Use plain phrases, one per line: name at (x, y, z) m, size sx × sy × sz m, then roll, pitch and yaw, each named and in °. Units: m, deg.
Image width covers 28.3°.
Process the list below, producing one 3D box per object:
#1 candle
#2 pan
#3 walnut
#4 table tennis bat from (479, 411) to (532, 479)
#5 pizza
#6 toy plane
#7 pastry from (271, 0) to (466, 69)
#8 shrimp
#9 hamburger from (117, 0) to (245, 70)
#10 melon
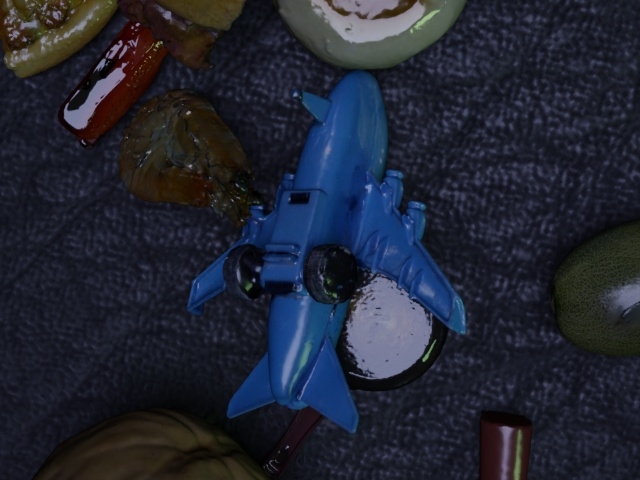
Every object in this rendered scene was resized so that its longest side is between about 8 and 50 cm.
candle at (-0.144, -0.145, 0.974) m, size 0.162 × 0.053 × 0.048 m, roll -53°, pitch 49°, yaw 3°
pan at (0.014, 0.101, 0.987) m, size 0.115 × 0.040 × 0.212 m, roll 36°, pitch 98°, yaw 5°
walnut at (-0.135, 0.253, 0.933) m, size 0.225 × 0.225 × 0.261 m, roll 27°, pitch 103°, yaw 1°
table tennis bat at (0.137, 0.290, 0.999) m, size 0.200 × 0.038 × 0.310 m, roll 3°, pitch 97°, yaw 4°
pizza at (-0.211, -0.210, 0.966) m, size 0.134 × 0.046 × 0.175 m, roll 27°, pitch 98°, yaw 1°
toy plane at (0.000, 0.000, 0.928) m, size 0.254 × 0.105 × 0.271 m, roll 0°, pitch 79°, yaw 40°
pastry at (0.034, -0.201, 0.925) m, size 0.156 × 0.092 × 0.156 m, roll 1°, pitch 100°, yaw 3°
shrimp at (-0.092, -0.055, 0.929) m, size 0.091 × 0.184 × 0.043 m, roll -49°, pitch 133°, yaw -3°
hamburger at (-0.102, -0.296, 0.877) m, size 0.245 × 0.155 × 0.282 m, roll 35°, pitch 82°, yaw -14°
melon at (0.248, 0.031, 0.930) m, size 0.162 × 0.099 × 0.099 m, roll -16°, pitch 95°, yaw 3°
